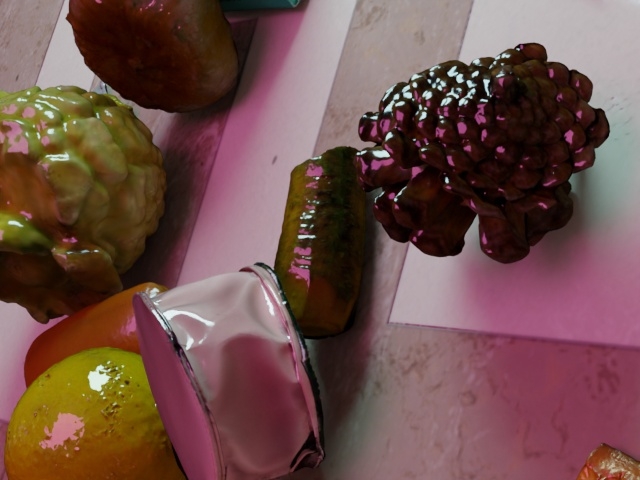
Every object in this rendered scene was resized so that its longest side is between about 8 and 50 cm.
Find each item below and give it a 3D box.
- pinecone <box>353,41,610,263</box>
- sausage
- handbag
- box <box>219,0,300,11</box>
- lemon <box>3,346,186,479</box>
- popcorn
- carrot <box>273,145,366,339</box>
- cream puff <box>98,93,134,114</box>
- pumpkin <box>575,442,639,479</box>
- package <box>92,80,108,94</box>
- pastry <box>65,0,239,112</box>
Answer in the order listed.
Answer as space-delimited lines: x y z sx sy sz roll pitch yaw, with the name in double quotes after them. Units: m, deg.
0.113 -0.064 0.937 0.179 0.150 0.195 -26 16 -22 "pinecone"
-0.229 0.116 1.294 0.238 0.098 0.098 -24 53 36 "sausage"
-0.075 0.117 1.035 0.205 0.116 0.179 -124 26 -43 "handbag"
-0.165 -0.366 1.301 0.205 0.311 0.118 7 71 50 "box"
-0.204 0.189 1.162 0.206 0.173 0.173 -28 49 17 "lemon"
-0.291 -0.043 1.353 0.270 0.224 0.258 25 105 45 "popcorn"
0.000 0.000 1.099 0.082 0.082 0.173 -20 59 42 "carrot"
-0.272 -0.148 1.511 0.083 0.058 0.083 -40 43 26 "cream puff"
0.183 0.188 0.822 0.073 0.035 0.101 37 101 54 "pumpkin"
-0.309 -0.160 1.595 0.110 0.015 0.037 -43 42 23 "package"
-0.180 -0.220 1.331 0.182 0.192 0.093 14 53 23 "pastry"
